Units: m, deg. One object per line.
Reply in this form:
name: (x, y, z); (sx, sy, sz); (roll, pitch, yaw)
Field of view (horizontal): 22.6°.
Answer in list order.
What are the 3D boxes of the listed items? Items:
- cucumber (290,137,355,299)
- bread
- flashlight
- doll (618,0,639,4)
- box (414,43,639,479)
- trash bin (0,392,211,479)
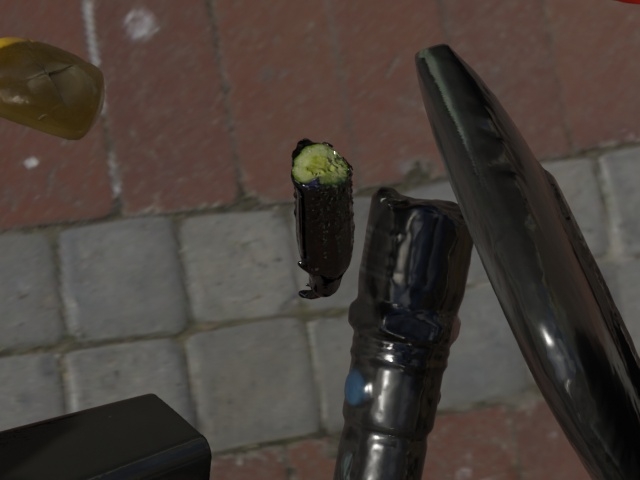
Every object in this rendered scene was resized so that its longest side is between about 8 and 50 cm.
cucumber: (0.000, 0.000, 0.965); (0.043, 0.163, 0.039); (31, 63, 21)
bread: (-0.249, -0.141, 1.454); (0.115, 0.056, 0.082); (24, 67, -20)
flashlight: (0.052, 0.169, 1.375); (0.103, 0.103, 0.424); (10, 93, -19)
doll: (0.087, -0.231, 0.767); (0.363, 0.182, 0.160); (39, 50, -20)
box: (0.103, 0.034, 0.668); (0.042, 0.212, 0.201); (-25, 132, 9)
trash bin: (-0.208, 0.226, 1.254); (0.225, 0.115, 0.165); (-17, 126, -39)
